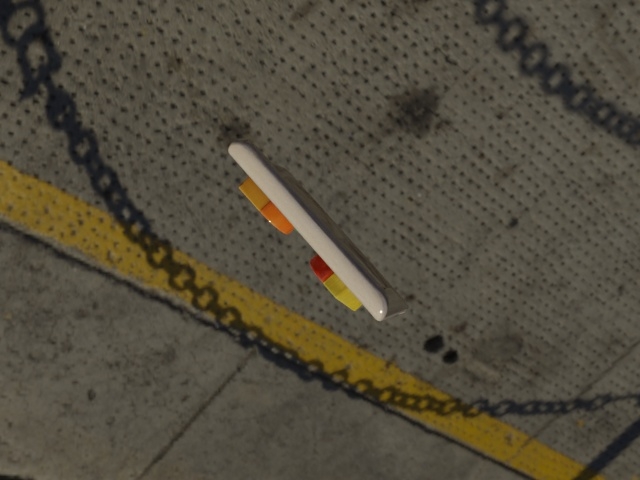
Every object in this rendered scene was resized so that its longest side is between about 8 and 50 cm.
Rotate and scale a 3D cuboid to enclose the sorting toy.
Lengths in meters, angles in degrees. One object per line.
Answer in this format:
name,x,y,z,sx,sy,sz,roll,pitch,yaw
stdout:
sorting toy,0.000,0.000,0.781,0.038,0.208,0.193,-42,80,3
